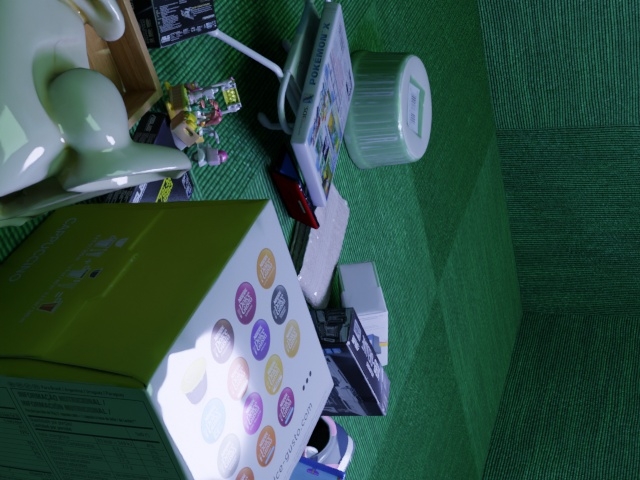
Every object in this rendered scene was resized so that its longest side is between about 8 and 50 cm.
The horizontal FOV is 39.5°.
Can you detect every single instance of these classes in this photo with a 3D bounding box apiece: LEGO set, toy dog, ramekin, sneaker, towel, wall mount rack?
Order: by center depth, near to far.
[{"bbox_3d":[-0.370,-0.219,0.878,0.395,0.285,0.407,-14,89,-61],"label":"toy dog"},{"bbox_3d":[-0.176,-0.201,1.399,0.287,0.107,0.132,135,-60,-87],"label":"LEGO set"},{"bbox_3d":[-0.090,-0.383,1.693,0.304,0.131,0.349,62,37,-54],"label":"wall mount rack"},{"bbox_3d":[-0.031,0.514,1.903,0.131,0.112,0.319,54,37,-28],"label":"sneaker"},{"bbox_3d":[0.000,0.000,1.988,0.187,0.049,0.282,51,46,-55],"label":"towel"},{"bbox_3d":[0.173,-0.330,2.240,0.303,0.148,0.303,1,90,-66],"label":"ramekin"}]

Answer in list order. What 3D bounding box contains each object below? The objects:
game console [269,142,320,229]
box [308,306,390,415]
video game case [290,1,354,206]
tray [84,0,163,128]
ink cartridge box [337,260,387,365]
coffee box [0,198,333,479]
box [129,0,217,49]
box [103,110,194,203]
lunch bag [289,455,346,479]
[{"bbox_3d":[-0.041,-0.112,1.855,0.085,0.124,0.144,-46,138,-20],"label":"game console"},{"bbox_3d":[-0.058,0.218,1.554,0.242,0.308,0.076,65,29,-46],"label":"box"},{"bbox_3d":[0.010,-0.260,1.785,0.329,0.036,0.299,70,31,-71],"label":"video game case"},{"bbox_3d":[-0.348,-0.325,1.169,0.202,0.076,0.410,-61,145,-47],"label":"tray"},{"bbox_3d":[0.096,0.175,2.046,0.212,0.093,0.154,88,-7,-47],"label":"ink cartridge box"},{"bbox_3d":[-0.227,0.172,1.133,0.337,0.338,0.334,-61,143,-47],"label":"coffee box"},{"bbox_3d":[-0.246,-0.383,1.385,0.180,0.078,0.147,-44,130,-58],"label":"box"},{"bbox_3d":[-0.256,-0.065,1.347,0.184,0.045,0.190,83,19,-55],"label":"box"},{"bbox_3d":[-0.141,0.435,1.459,0.220,0.293,0.138,-68,-173,-29],"label":"lunch bag"}]
